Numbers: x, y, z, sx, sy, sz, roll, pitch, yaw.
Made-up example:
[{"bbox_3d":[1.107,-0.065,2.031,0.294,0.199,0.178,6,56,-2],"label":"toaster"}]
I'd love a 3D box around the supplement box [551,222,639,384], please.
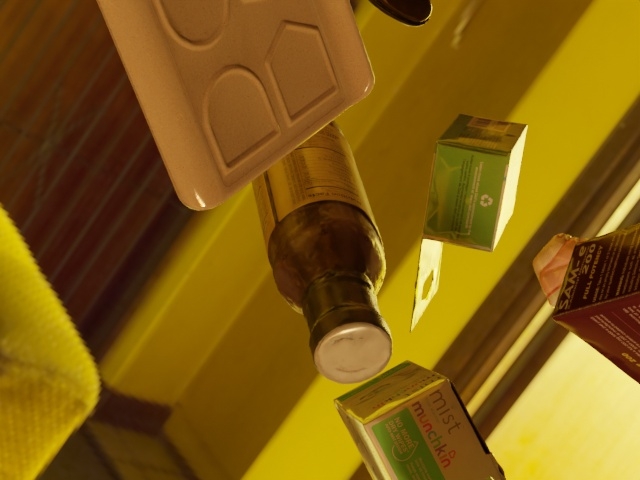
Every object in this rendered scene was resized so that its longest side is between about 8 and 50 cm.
[{"bbox_3d":[0.287,0.035,0.865,0.130,0.073,0.239,37,-33,-22],"label":"supplement box"}]

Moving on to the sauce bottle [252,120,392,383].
[{"bbox_3d":[0.000,0.000,1.237,0.111,0.111,0.344,30,26,-28],"label":"sauce bottle"}]

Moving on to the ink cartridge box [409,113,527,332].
[{"bbox_3d":[0.193,-0.019,1.694,0.097,0.255,0.189,11,19,13],"label":"ink cartridge box"}]

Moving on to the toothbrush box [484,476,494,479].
[{"bbox_3d":[0.233,0.418,1.376,0.206,0.122,0.283,49,4,-25],"label":"toothbrush box"}]

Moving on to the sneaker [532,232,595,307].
[{"bbox_3d":[0.288,0.010,1.390,0.070,0.134,0.051,62,9,25],"label":"sneaker"}]

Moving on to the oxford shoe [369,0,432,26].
[{"bbox_3d":[0.095,-0.400,1.863,0.227,0.083,0.096,49,-29,-22],"label":"oxford shoe"}]

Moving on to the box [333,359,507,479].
[{"bbox_3d":[0.145,0.299,1.644,0.262,0.126,0.231,63,-7,-5],"label":"box"}]

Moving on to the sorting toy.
[{"bbox_3d":[-0.082,-0.207,1.041,0.041,0.229,0.307,4,-58,46],"label":"sorting toy"}]
